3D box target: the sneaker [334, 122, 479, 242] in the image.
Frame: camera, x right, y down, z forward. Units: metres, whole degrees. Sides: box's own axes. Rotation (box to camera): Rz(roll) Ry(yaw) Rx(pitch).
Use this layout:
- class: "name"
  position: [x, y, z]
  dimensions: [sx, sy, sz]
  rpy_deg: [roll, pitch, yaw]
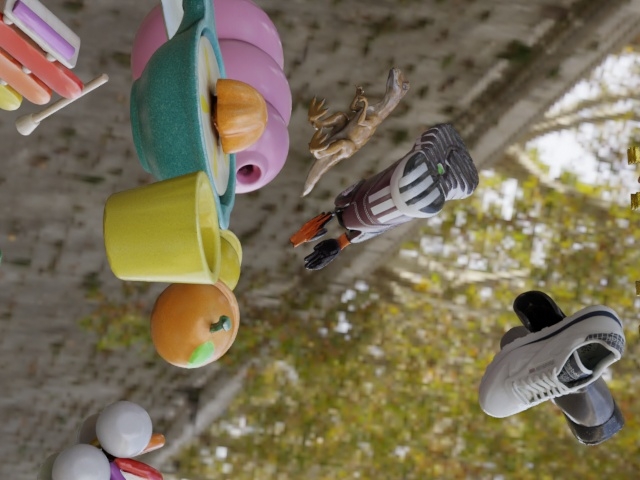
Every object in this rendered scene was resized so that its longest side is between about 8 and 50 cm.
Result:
- class: "sneaker"
  position: [0.101, -0.072, 1.693]
  dimensions: [0.106, 0.162, 0.281]
  rpy_deg: [65, 26, -1]

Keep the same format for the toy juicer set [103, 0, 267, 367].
- class: "toy juicer set"
  position: [-0.076, -0.061, 0.903]
  dimensions: [0.209, 0.089, 0.329]
  rpy_deg: [77, 8, -49]

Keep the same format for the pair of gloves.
- class: "pair of gloves"
  position: [0.000, 0.000, 1.739]
  dimensions: [0.074, 0.010, 0.083]
  rpy_deg: [-37, -133, 7]

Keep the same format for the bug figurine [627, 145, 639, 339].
- class: "bug figurine"
  position: [0.486, 0.005, 1.777]
  dimensions: [0.216, 0.072, 0.279]
  rpy_deg: [-91, 178, -88]

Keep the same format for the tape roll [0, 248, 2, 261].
- class: "tape roll"
  position: [-0.592, 0.023, 1.696]
  dimensions: [0.321, 0.321, 0.077]
  rpy_deg: [-139, -118, -70]

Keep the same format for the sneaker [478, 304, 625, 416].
- class: "sneaker"
  position: [0.311, 0.178, 1.740]
  dimensions: [0.235, 0.090, 0.095]
  rpy_deg: [-39, -160, 24]

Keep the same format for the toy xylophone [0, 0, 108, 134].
- class: "toy xylophone"
  position: [-0.422, -0.223, 1.658]
  dimensions: [0.322, 0.236, 0.081]
  rpy_deg: [-25, -140, 43]

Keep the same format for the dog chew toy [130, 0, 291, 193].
- class: "dog chew toy"
  position: [-0.130, -0.186, 1.654]
  dimensions: [0.332, 0.206, 0.207]
  rpy_deg: [-112, -147, -45]

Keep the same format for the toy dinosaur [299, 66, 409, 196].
- class: "toy dinosaur"
  position: [0.022, -0.110, 1.459]
  dimensions: [0.211, 0.112, 0.064]
  rpy_deg: [-44, -124, 23]

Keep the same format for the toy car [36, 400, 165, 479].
- class: "toy car"
  position: [-0.283, 0.309, 1.701]
  dimensions: [0.182, 0.136, 0.159]
  rpy_deg: [-46, -173, -28]

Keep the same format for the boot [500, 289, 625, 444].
- class: "boot"
  position: [0.369, 0.163, 2.076]
  dimensions: [0.223, 0.118, 0.338]
  rpy_deg: [61, -9, -28]
